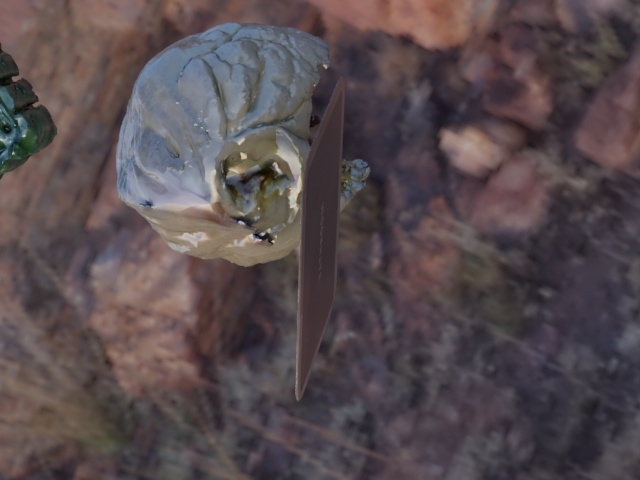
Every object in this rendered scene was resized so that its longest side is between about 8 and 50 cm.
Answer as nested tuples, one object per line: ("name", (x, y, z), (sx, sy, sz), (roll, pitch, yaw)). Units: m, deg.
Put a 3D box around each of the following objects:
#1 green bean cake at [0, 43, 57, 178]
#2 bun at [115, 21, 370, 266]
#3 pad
("green bean cake", (-0.411, -0.128, 1.864), (0.208, 0.193, 0.107), (-35, 9, 9))
("bun", (-0.091, -0.090, 1.879), (0.281, 0.281, 0.205), (-55, 15, 18))
("pad", (0.000, 0.000, 1.575), (0.176, 0.002, 0.266), (-69, -15, -53))
